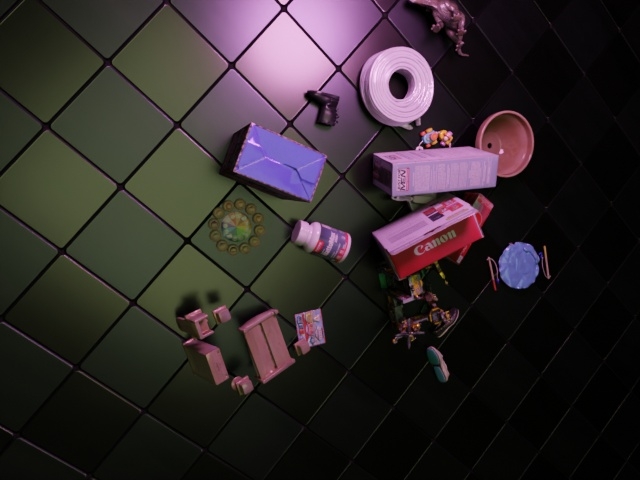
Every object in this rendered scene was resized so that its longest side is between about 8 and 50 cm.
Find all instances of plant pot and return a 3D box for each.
[{"bbox_3d":[0.656,-0.351,1.766,0.237,0.109,0.238,-2,97,-18],"label":"plant pot"}]

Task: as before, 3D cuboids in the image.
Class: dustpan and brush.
[{"bbox_3d":[0.337,-0.147,1.709,0.210,0.060,0.148,3,96,-19],"label":"dustpan and brush"}]

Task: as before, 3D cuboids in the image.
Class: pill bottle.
[{"bbox_3d":[0.000,0.000,1.588,0.180,0.108,0.108,19,91,-20],"label":"pill bottle"}]

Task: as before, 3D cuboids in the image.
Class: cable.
[{"bbox_3d":[0.259,-0.518,1.617,0.256,0.089,0.258,4,96,-19],"label":"cable"}]

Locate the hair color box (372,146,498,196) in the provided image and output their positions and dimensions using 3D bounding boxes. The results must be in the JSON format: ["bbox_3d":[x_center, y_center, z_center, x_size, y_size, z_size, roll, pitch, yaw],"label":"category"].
[{"bbox_3d":[0.383,-0.239,1.622,0.373,0.185,0.114,-6,111,-13],"label":"hair color box"}]

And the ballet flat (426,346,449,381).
[{"bbox_3d":[0.453,0.468,1.844,0.052,0.057,0.168,-37,113,-40],"label":"ballet flat"}]

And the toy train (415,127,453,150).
[{"bbox_3d":[0.430,-0.339,1.723,0.166,0.046,0.125,9,94,-20],"label":"toy train"}]

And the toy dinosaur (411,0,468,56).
[{"bbox_3d":[0.445,-0.756,1.631,0.313,0.121,0.161,22,57,-33],"label":"toy dinosaur"}]

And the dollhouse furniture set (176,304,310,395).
[{"bbox_3d":[-0.250,0.301,1.565,0.355,0.173,0.304,-27,107,-36],"label":"dollhouse furniture set"}]

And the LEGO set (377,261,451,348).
[{"bbox_3d":[0.351,0.200,1.689,0.254,0.192,0.332,-8,100,-18],"label":"LEGO set"}]

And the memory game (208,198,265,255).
[{"bbox_3d":[-0.268,-0.043,1.540,0.186,0.012,0.187,-3,98,-18],"label":"memory game"}]

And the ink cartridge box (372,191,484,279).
[{"bbox_3d":[0.357,-0.010,1.585,0.309,0.272,0.130,-28,107,3],"label":"ink cartridge box"}]

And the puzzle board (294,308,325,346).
[{"bbox_3d":[-0.035,0.309,1.667,0.096,0.011,0.128,-11,101,-17],"label":"puzzle board"}]

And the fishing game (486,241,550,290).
[{"bbox_3d":[0.788,0.099,1.911,0.263,0.041,0.189,-14,94,-11],"label":"fishing game"}]

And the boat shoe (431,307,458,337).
[{"bbox_3d":[0.475,0.307,1.823,0.133,0.049,0.042,-49,117,-3],"label":"boat shoe"}]

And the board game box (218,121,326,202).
[{"bbox_3d":[-0.150,-0.220,1.408,0.231,0.291,0.141,20,89,-21],"label":"board game box"}]

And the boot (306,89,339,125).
[{"bbox_3d":[0.006,-0.432,1.568,0.121,0.045,0.099,8,98,-20],"label":"boot"}]

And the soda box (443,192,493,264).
[{"bbox_3d":[0.525,-0.046,1.770,0.083,0.092,0.264,33,86,-19],"label":"soda box"}]
